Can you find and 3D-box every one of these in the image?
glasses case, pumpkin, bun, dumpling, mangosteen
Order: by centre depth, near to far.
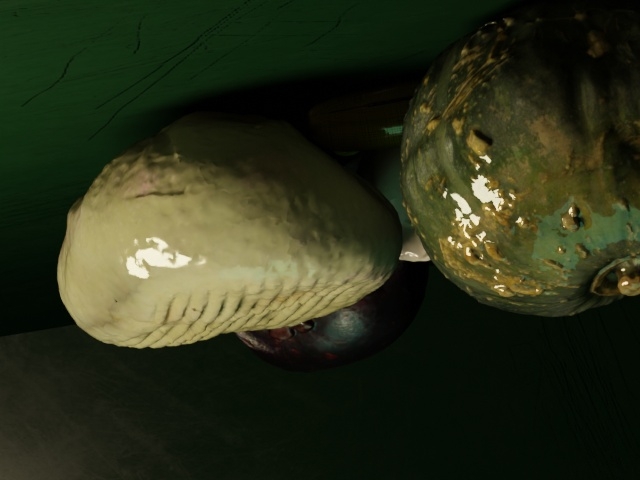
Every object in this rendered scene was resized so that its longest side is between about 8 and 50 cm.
[{"bbox_3d":[0.232,-0.078,1.623,0.327,0.257,0.291,-9,160,-7],"label":"pumpkin"},{"bbox_3d":[-0.097,-0.019,1.840,0.361,0.213,0.361,-12,170,-2],"label":"bun"},{"bbox_3d":[0.102,-0.129,1.842,0.234,0.064,0.079,-10,166,3],"label":"glasses case"},{"bbox_3d":[0.118,-0.067,1.925,0.229,0.151,0.124,-38,148,27],"label":"dumpling"},{"bbox_3d":[-0.003,0.000,2.140,0.287,0.287,0.233,-14,144,33],"label":"mangosteen"}]

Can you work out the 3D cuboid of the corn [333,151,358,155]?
[{"bbox_3d":[0.038,-0.113,2.000,0.037,0.037,0.092,-7,169,-28],"label":"corn"}]
